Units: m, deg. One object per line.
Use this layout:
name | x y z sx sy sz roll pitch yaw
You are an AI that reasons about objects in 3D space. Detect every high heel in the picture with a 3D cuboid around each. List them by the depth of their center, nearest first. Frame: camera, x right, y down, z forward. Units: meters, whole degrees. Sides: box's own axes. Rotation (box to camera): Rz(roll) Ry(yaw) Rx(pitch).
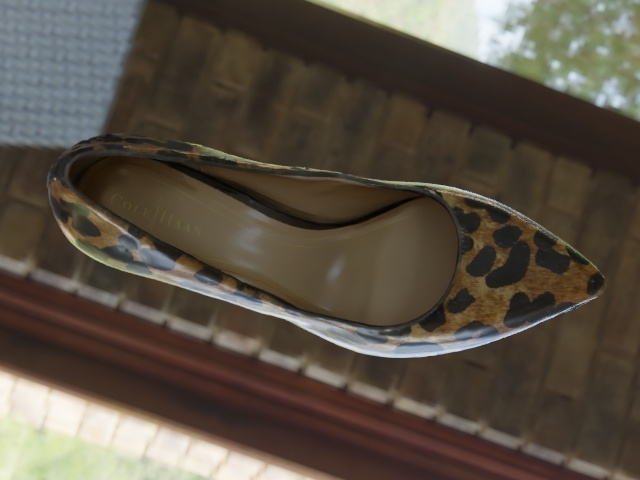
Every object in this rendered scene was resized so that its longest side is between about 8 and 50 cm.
high heel | 0.000 0.000 0.795 0.186 0.261 0.093 29 69 -66
